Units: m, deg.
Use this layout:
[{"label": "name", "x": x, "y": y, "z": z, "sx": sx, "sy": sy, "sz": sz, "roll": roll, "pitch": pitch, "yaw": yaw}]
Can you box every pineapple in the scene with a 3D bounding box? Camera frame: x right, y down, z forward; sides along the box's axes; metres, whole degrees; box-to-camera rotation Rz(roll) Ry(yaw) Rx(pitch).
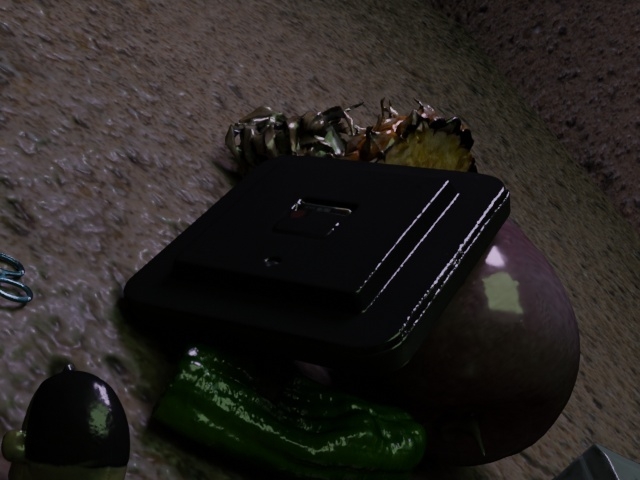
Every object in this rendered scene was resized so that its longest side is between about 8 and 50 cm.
[{"label": "pineapple", "x": 0.010, "y": -0.086, "z": 1.183, "sx": 0.271, "sy": 0.263, "sz": 0.262, "roll": 32, "pitch": 15, "yaw": 36}]

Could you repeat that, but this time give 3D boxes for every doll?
[{"label": "doll", "x": -0.151, "y": 0.165, "z": 0.626, "sx": 0.102, "sy": 0.088, "sz": 0.179, "roll": 11, "pitch": 61, "yaw": -49}]

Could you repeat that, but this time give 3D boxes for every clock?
[{"label": "clock", "x": 0.000, "y": -0.001, "z": 0.881, "sx": 0.278, "sy": 0.049, "sz": 0.273, "roll": 8, "pitch": 37, "yaw": 30}]

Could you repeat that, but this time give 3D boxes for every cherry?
[{"label": "cherry", "x": 0.138, "y": 0.084, "z": 0.985, "sx": 0.261, "sy": 0.221, "sz": 0.308, "roll": 72, "pitch": 2, "yaw": -48}]

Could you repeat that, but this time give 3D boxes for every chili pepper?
[{"label": "chili pepper", "x": -0.023, "y": 0.158, "z": 0.829, "sx": 0.253, "sy": 0.083, "sz": 0.099, "roll": 23, "pitch": 28, "yaw": -26}]

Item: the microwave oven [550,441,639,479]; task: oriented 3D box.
[{"label": "microwave oven", "x": 0.277, "y": 0.323, "z": 0.794, "sx": 0.295, "sy": 0.237, "sz": 0.181, "roll": 27, "pitch": 27, "yaw": -25}]

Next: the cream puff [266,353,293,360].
[{"label": "cream puff", "x": -0.028, "y": 0.056, "z": 0.950, "sx": 0.126, "sy": 0.103, "sz": 0.144, "roll": -4, "pitch": 35, "yaw": -6}]

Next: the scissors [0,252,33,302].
[{"label": "scissors", "x": -0.278, "y": 0.018, "z": 0.761, "sx": 0.119, "sy": 0.014, "sz": 0.058, "roll": 23, "pitch": 25, "yaw": -43}]
